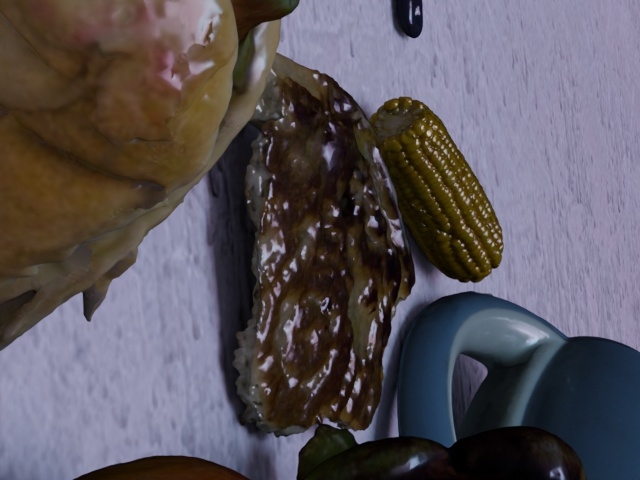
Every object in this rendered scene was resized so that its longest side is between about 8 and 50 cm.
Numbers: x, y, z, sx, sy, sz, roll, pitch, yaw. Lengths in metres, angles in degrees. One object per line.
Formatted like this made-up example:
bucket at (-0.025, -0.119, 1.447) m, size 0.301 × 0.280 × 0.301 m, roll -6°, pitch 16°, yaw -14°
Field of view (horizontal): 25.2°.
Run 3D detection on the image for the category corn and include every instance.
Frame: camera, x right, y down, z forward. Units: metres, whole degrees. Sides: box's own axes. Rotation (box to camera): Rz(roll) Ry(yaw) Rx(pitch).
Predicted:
corn at (0.092, -0.034, 1.108) m, size 0.207 × 0.068 × 0.068 m, roll 56°, pitch 37°, yaw -49°

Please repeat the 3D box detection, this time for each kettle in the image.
kettle at (0.180, 0.194, 1.105) m, size 0.319 × 0.247 × 0.342 m, roll 40°, pitch 36°, yaw -23°

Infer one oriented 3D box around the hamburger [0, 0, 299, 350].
hamburger at (-0.109, -0.104, 0.503) m, size 0.162 × 0.209 × 0.330 m, roll -44°, pitch 127°, yaw -60°

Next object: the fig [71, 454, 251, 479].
fig at (-0.091, 0.170, 0.582) m, size 0.202 × 0.148 × 0.149 m, roll -17°, pitch 62°, yaw -32°

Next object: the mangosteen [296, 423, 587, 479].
mangosteen at (0.080, 0.247, 0.740) m, size 0.313 × 0.297 × 0.297 m, roll -58°, pitch 139°, yaw -34°

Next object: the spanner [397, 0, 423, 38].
spanner at (0.070, -0.320, 1.171) m, size 0.087 × 0.024 × 0.316 m, roll 13°, pitch 74°, yaw -71°

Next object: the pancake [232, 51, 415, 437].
pancake at (0.000, 0.000, 0.913) m, size 0.212 × 0.056 × 0.257 m, roll -9°, pitch 101°, yaw -59°
